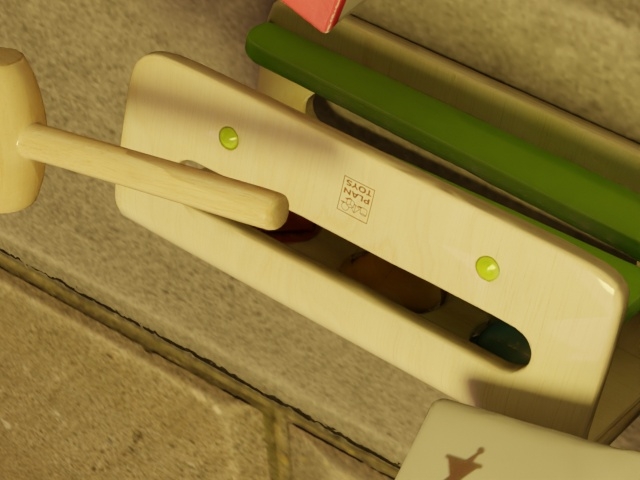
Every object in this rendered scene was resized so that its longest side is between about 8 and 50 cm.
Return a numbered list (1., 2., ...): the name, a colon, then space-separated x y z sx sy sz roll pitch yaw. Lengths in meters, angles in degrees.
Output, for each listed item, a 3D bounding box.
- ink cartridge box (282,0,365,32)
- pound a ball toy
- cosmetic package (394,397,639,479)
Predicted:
1. ink cartridge box: -0.041 -0.234 0.709 0.237 0.100 0.172 38 144 11
2. pound a ball toy: 0.000 0.000 0.786 0.319 0.208 0.136 27 125 25
3. cosmetic package: 0.199 0.270 0.778 0.230 0.161 0.453 13 155 39
